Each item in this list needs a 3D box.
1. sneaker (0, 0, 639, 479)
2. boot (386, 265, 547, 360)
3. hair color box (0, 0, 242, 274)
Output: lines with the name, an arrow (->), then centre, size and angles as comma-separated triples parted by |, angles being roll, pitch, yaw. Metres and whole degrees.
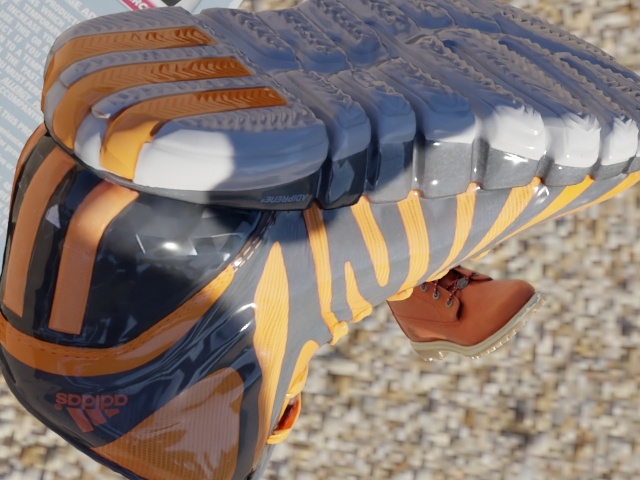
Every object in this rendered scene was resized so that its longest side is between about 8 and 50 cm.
sneaker -> 0.000, 0.000, 0.793 | 0.321, 0.124, 0.180 | -6, 128, -41
boot -> 0.099, 0.042, 1.488 | 0.059, 0.158, 0.084 | -45, 107, -30
hair color box -> -0.202, -0.006, 0.970 | 0.113, 0.185, 0.374 | 39, 73, -16
